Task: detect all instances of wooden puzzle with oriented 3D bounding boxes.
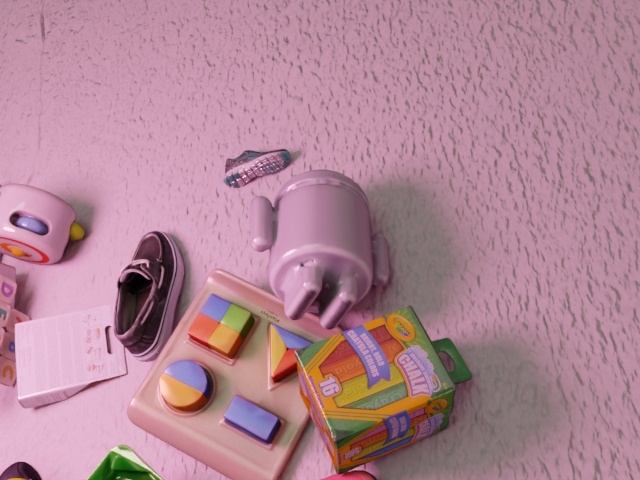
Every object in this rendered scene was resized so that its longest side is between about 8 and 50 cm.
[{"bbox_3d":[-0.160,0.258,1.476,0.322,0.080,0.347,25,74,12],"label":"wooden puzzle"}]

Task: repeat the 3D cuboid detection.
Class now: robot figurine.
[{"bbox_3d":[0.000,0.000,1.512,0.199,0.300,0.353,-53,25,40],"label":"robot figurine"}]

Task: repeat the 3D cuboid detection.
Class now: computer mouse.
[{"bbox_3d":[-0.553,0.521,1.527,0.184,0.060,0.262,-39,58,-3],"label":"computer mouse"}]

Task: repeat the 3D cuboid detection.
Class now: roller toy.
[{"bbox_3d":[-0.685,-0.030,1.795,0.209,0.191,0.146,5,65,21],"label":"roller toy"}]

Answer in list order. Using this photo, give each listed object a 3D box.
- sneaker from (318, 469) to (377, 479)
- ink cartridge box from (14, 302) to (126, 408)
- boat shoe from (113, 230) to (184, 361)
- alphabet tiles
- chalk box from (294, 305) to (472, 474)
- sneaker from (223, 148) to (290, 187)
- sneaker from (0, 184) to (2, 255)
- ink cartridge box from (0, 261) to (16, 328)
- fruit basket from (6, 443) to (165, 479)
[{"bbox_3d":[-0.047,0.481,1.325,0.314,0.136,0.115,-23,59,6],"label":"sneaker"},{"bbox_3d":[-0.548,0.250,1.692,0.232,0.066,0.189,-10,57,-10],"label":"ink cartridge box"},{"bbox_3d":[-0.371,0.093,1.646,0.121,0.119,0.335,-19,48,12],"label":"boat shoe"},{"bbox_3d":[-0.732,0.193,1.638,0.021,0.278,0.284,-9,59,21],"label":"alphabet tiles"},{"bbox_3d":[0.123,0.250,1.347,0.289,0.179,0.180,-22,57,-11],"label":"chalk box"},{"bbox_3d":[-0.151,-0.185,1.771,0.167,0.065,0.076,-18,54,7],"label":"sneaker"},{"bbox_3d":[-0.845,-0.029,1.909,0.091,0.094,0.258,-8,61,10],"label":"sneaker"},{"bbox_3d":[-0.865,0.151,1.735,0.270,0.197,0.198,-7,75,16],"label":"ink cartridge box"},{"bbox_3d":[-0.403,0.534,1.289,0.283,0.392,0.392,31,76,30],"label":"fruit basket"}]
